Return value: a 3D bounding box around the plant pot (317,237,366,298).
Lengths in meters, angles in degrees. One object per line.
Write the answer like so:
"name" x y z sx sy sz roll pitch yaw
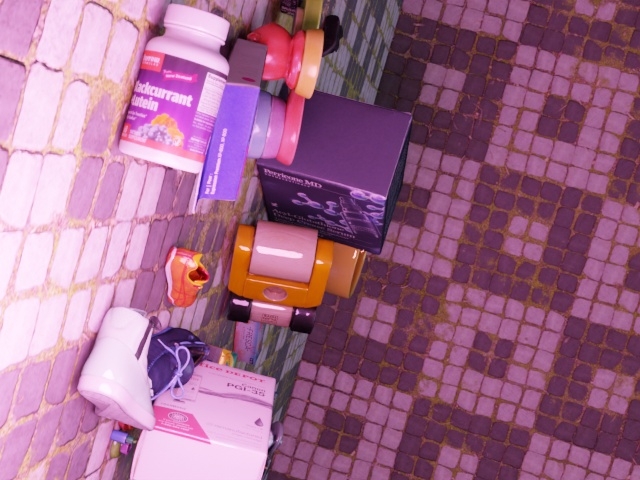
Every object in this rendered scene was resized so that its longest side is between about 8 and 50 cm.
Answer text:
"plant pot" 0.000 0.000 2.436 0.254 0.239 0.254 17 90 -83

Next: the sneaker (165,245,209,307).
"sneaker" -0.223 0.072 1.571 0.175 0.067 0.064 96 11 -63

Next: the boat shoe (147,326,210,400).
"boat shoe" -0.250 0.200 1.556 0.258 0.089 0.109 -54 159 -69

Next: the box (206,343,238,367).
"box" -0.234 0.314 1.956 0.105 0.043 0.179 1 -110 65

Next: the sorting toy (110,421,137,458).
"sorting toy" -0.314 0.318 1.521 0.061 0.042 0.102 -44 150 -76

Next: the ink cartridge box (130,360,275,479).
"ink cartridge box" -0.195 0.322 1.609 0.283 0.207 0.117 -89 -165 -72

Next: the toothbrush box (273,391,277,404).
"toothbrush box" -0.211 0.456 2.309 0.295 0.126 0.216 69 38 -76

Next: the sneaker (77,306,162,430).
"sneaker" -0.271 0.185 1.348 0.256 0.094 0.151 93 12 -66

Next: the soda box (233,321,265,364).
"soda box" -0.175 0.223 2.300 0.058 0.063 0.183 -65 169 -48

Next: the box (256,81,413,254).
"box" 0.036 -0.155 2.137 0.395 0.293 0.212 85 23 -71

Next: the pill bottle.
"pill bottle" -0.177 -0.190 1.158 0.108 0.108 0.193 -5 110 -82

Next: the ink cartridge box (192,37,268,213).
"ink cartridge box" -0.132 -0.181 1.400 0.371 0.069 0.176 -86 -170 -67

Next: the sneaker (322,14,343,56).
"sneaker" 0.022 -0.483 2.262 0.089 0.051 0.170 89 15 -53

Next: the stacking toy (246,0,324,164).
"stacking toy" -0.087 -0.315 1.715 0.309 0.130 0.279 109 -13 -47

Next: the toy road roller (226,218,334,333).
"toy road roller" -0.089 0.036 2.046 0.329 0.202 0.241 106 -7 -52

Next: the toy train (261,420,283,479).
"toy train" -0.201 0.448 1.982 0.334 0.142 0.190 -11 -129 63

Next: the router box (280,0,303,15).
"router box" -0.040 -0.506 1.777 0.092 0.038 0.122 95 13 -56
